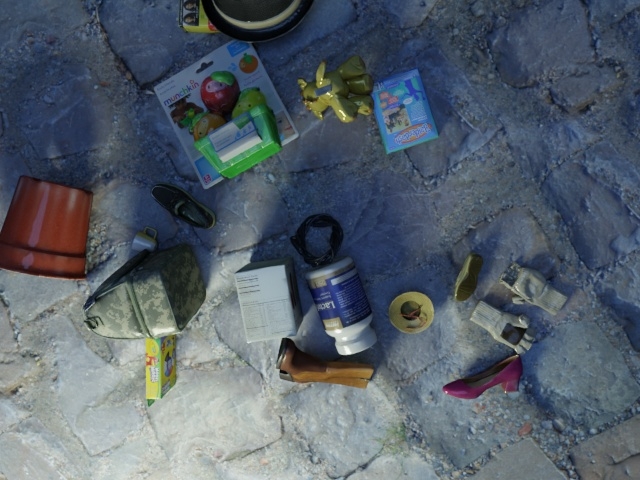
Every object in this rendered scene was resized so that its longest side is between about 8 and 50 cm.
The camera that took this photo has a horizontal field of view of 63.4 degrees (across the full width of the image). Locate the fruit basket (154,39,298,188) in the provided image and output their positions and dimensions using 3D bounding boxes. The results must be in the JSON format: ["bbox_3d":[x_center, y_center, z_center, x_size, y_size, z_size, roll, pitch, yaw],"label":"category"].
[{"bbox_3d":[-0.280,-0.376,1.498,0.327,0.165,0.353,-27,90,7],"label":"fruit basket"}]

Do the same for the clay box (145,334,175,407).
[{"bbox_3d":[-0.494,0.391,1.609,0.053,0.127,0.222,1,96,5],"label":"clay box"}]

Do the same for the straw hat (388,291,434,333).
[{"bbox_3d":[0.269,0.205,1.563,0.144,0.061,0.144,0,112,0],"label":"straw hat"}]

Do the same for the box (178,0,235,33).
[{"bbox_3d":[-0.294,-0.657,1.520,0.232,0.058,0.087,5,94,3],"label":"box"}]

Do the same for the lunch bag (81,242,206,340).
[{"bbox_3d":[-0.505,0.153,1.494,0.256,0.305,0.213,-14,107,8],"label":"lunch bag"}]

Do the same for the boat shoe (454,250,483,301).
[{"bbox_3d":[0.439,0.108,1.553,0.056,0.048,0.153,12,104,-9],"label":"boat shoe"}]

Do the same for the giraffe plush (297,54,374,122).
[{"bbox_3d":[0.026,-0.417,1.475,0.210,0.170,0.181,-10,97,-32],"label":"giraffe plush"}]

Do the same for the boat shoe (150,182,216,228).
[{"bbox_3d":[-0.423,-0.107,1.579,0.223,0.073,0.080,32,97,0],"label":"boat shoe"}]

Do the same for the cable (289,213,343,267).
[{"bbox_3d":[0.000,0.000,1.531,0.150,0.047,0.184,-37,48,-5],"label":"cable"}]

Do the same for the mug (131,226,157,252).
[{"bbox_3d":[-0.541,0.004,1.609,0.064,0.062,0.078,23,104,-6],"label":"mug"}]

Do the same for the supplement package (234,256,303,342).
[{"bbox_3d":[-0.145,0.167,1.524,0.149,0.194,0.203,-9,96,5],"label":"supplement package"}]

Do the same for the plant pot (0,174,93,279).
[{"bbox_3d":[-0.808,-0.042,1.535,0.272,0.272,0.265,12,89,3],"label":"plant pot"}]

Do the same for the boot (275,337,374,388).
[{"bbox_3d":[0.015,0.372,1.517,0.280,0.096,0.264,7,141,5],"label":"boot"}]

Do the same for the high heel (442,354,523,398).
[{"bbox_3d":[0.485,0.404,1.549,0.244,0.082,0.117,-2,105,0],"label":"high heel"}]

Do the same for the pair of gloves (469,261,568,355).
[{"bbox_3d":[0.594,0.200,1.546,0.204,0.042,0.240,37,97,0],"label":"pair of gloves"}]

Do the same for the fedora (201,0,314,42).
[{"bbox_3d":[-0.178,-0.711,1.404,0.334,0.152,0.334,0,91,4],"label":"fedora"}]

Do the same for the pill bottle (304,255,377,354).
[{"bbox_3d":[0.066,0.191,1.531,0.153,0.153,0.265,-21,94,6],"label":"pill bottle"}]

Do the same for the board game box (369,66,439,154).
[{"bbox_3d":[0.238,-0.375,1.512,0.160,0.047,0.210,-17,93,6],"label":"board game box"}]
